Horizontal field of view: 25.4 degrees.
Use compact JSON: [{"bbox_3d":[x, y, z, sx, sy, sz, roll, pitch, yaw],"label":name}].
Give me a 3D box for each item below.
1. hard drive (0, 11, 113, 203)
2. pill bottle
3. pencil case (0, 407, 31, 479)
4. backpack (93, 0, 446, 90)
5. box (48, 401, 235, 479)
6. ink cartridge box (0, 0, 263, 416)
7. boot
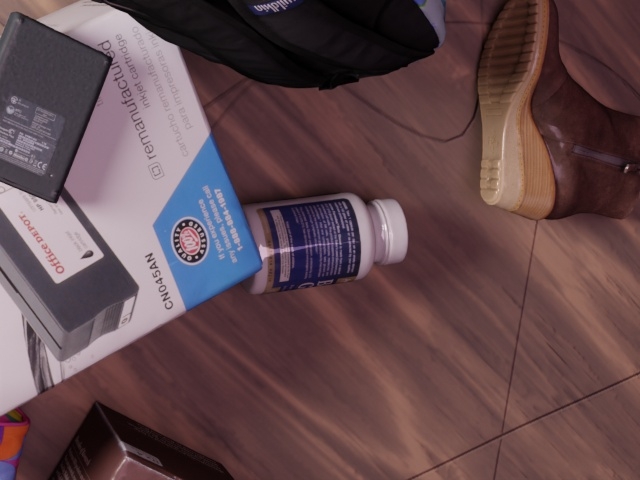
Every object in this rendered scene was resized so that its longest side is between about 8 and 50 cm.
[{"bbox_3d":[-0.239,-0.110,1.188,0.094,0.022,0.135,24,82,-30],"label":"hard drive"},{"bbox_3d":[0.000,0.000,1.468,0.169,0.094,0.094,-8,104,-18],"label":"pill bottle"},{"bbox_3d":[-0.359,0.269,1.395,0.104,0.104,0.236,15,95,-23],"label":"pencil case"},{"bbox_3d":[-0.029,-0.251,1.190,0.355,0.290,0.273,40,45,-48],"label":"backpack"},{"bbox_3d":[-0.193,0.305,1.425,0.168,0.167,0.203,31,90,-23],"label":"box"},{"bbox_3d":[-0.290,-0.017,1.280,0.395,0.166,0.285,-30,111,-25],"label":"ink cartridge box"},{"bbox_3d":[0.273,-0.144,1.560,0.206,0.090,0.248,2,100,-33],"label":"boot"}]
